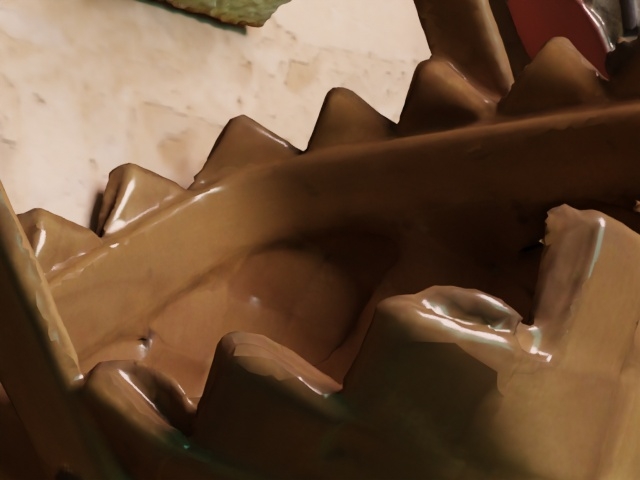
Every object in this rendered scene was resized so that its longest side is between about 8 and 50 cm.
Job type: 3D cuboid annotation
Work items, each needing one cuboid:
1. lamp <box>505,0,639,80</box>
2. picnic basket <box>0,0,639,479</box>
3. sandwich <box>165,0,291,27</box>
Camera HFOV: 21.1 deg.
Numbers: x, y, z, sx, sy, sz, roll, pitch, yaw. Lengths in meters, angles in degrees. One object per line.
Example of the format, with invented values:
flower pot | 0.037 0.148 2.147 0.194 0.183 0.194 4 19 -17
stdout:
lamp | 0.192 -0.160 0.851 0.233 0.233 0.265 16 78 -40
picnic basket | 0.000 0.000 0.544 0.254 0.291 0.321 -35 109 -46
sandwich | -0.088 -0.186 0.671 0.258 0.094 0.096 52 42 -16
